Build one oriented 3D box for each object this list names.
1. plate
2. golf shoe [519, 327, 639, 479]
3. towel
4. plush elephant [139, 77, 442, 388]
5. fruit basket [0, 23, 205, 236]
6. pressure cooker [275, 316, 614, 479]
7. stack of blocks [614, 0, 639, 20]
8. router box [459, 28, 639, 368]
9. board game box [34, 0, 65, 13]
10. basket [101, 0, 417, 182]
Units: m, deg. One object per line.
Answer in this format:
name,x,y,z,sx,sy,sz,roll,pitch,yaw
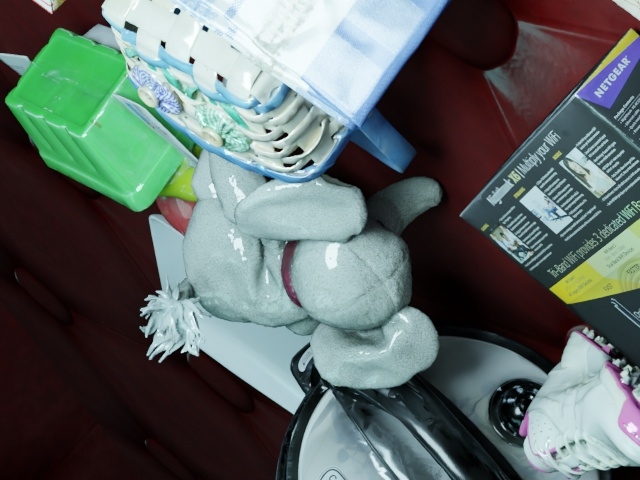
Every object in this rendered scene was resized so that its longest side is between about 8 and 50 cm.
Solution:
plate,-0.085,0.098,2.205,0.278,0.045,0.277,33,154,20
golf shoe,0.260,0.177,1.650,0.115,0.140,0.306,40,-176,-4
towel,-0.025,-0.245,1.388,0.285,0.209,0.034,37,-171,10
plush elephant,0.000,0.000,1.752,0.255,0.330,0.272,4,134,31
fruit basket,-0.167,-0.099,2.027,0.353,0.165,0.327,33,175,-39
pressure cooker,0.124,0.289,1.939,0.370,0.375,0.420,9,155,0
stack of blocks,0.259,-0.223,1.053,0.171,0.087,0.297,39,159,9
router box,0.269,-0.014,1.463,0.243,0.081,0.309,41,159,1
board game box,-0.189,-0.307,1.536,0.045,0.193,0.147,36,158,14
basket,-0.052,-0.168,1.578,0.255,0.201,0.289,32,-179,25
